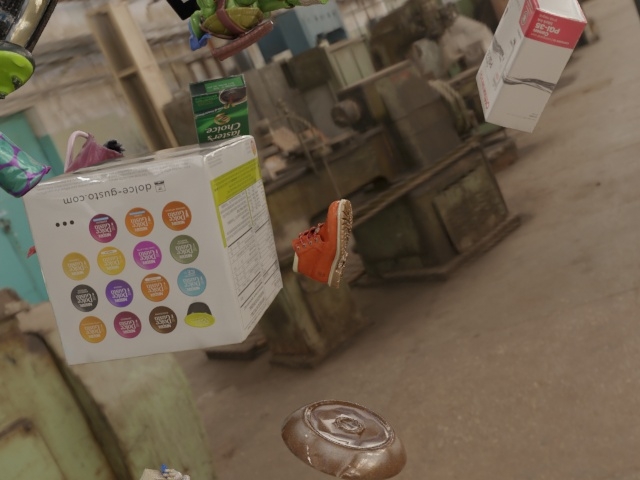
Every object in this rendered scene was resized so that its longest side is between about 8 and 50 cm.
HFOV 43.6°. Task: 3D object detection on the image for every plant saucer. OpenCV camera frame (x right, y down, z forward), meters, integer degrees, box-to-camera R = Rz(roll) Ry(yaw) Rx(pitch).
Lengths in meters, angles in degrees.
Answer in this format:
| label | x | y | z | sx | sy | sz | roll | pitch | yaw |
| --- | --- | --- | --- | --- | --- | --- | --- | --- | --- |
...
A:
| label | x | y | z | sx | sy | sz | roll | pitch | yaw |
| --- | --- | --- | --- | --- | --- | --- | --- | --- | --- |
| plant saucer | 0.040 | 0.293 | 1.217 | 0.199 | 0.036 | 0.198 | 13 | 17 | -4 |

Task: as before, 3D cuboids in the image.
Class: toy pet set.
| label | x | y | z | sx | sy | sz | roll | pitch | yaw |
| --- | --- | --- | --- | --- | --- | --- | --- | --- | --- |
| toy pet set | -0.260 | 0.441 | 1.352 | 0.114 | 0.065 | 0.122 | 25 | 90 | 49 |

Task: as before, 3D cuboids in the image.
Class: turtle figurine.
| label | x | y | z | sx | sy | sz | roll | pitch | yaw |
| --- | --- | --- | --- | --- | --- | --- | --- | --- | --- |
| turtle figurine | -0.126 | -0.471 | 1.414 | 0.266 | 0.198 | 0.274 | -5 | 47 | 36 |

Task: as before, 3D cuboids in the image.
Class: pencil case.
| label | x | y | z | sx | sy | sz | roll | pitch | yaw |
| --- | --- | --- | --- | --- | --- | --- | --- | --- | --- |
| pencil case | -0.446 | -0.125 | 1.083 | 0.064 | 0.152 | 0.070 | -34 | 21 | 35 |

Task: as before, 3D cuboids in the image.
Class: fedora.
| label | x | y | z | sx | sy | sz | roll | pitch | yaw |
| --- | --- | --- | --- | --- | --- | --- | --- | --- | --- |
| fedora | -0.556 | -0.384 | 1.324 | 0.334 | 0.152 | 0.334 | -31 | 44 | 37 |

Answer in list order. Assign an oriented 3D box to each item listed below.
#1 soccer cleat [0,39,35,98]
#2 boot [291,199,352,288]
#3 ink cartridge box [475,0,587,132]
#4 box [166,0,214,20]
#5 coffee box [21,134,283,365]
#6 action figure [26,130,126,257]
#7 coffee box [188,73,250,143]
| label | x | y | z | sx | sy | sz | roll | pitch | yaw |
| --- | --- | --- | --- | --- | --- | --- | --- | --- | --- |
| soccer cleat | -0.308 | -0.154 | 0.686 | 0.179 | 0.072 | 0.060 | -5 | -24 | 34 |
| boot | 0.000 | 0.000 | 1.155 | 0.085 | 0.158 | 0.059 | 17 | 41 | 7 |
| ink cartridge box | 0.454 | -0.411 | 1.758 | 0.117 | 0.283 | 0.207 | 12 | 40 | -8 |
| box | -0.297 | -0.571 | 1.587 | 0.108 | 0.207 | 0.153 | -31 | -28 | 7 |
| coffee box | -0.291 | 0.007 | 1.505 | 0.338 | 0.334 | 0.338 | -8 | 12 | 11 |
| action figure | -0.652 | -0.113 | 2.060 | 0.276 | 0.248 | 0.370 | 29 | 77 | 28 |
| coffee box | -0.201 | -0.254 | 1.625 | 0.113 | 0.040 | 0.184 | -12 | -30 | -10 |
